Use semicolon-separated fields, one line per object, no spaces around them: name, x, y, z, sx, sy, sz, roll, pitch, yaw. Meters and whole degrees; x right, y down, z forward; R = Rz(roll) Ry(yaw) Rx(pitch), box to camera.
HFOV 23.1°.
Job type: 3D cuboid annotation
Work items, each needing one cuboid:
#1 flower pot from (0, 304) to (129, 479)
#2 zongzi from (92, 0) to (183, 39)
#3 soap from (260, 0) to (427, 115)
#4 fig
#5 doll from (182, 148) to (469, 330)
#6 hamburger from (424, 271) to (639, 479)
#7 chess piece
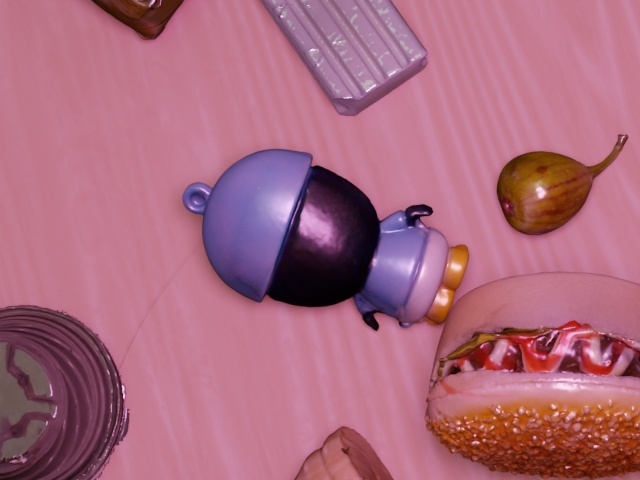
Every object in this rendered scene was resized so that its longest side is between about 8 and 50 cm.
flower pot;-0.337;0.179;1.701;0.235;0.140;0.235;-1;84;5
zongzi;-0.227;-0.402;1.791;0.289;0.123;0.260;37;82;14
soap;0.019;-0.250;1.767;0.119;0.066;0.198;-34;80;1
fig;0.272;-0.071;1.704;0.166;0.093;0.093;-28;80;2
doll;0.000;0.000;1.698;0.314;0.141;0.177;20;114;-4
hamburger;0.246;0.152;1.577;0.302;0.302;0.170;4;65;6
chess piece;-0.049;0.338;1.671;0.301;0.137;0.137;-40;80;10
